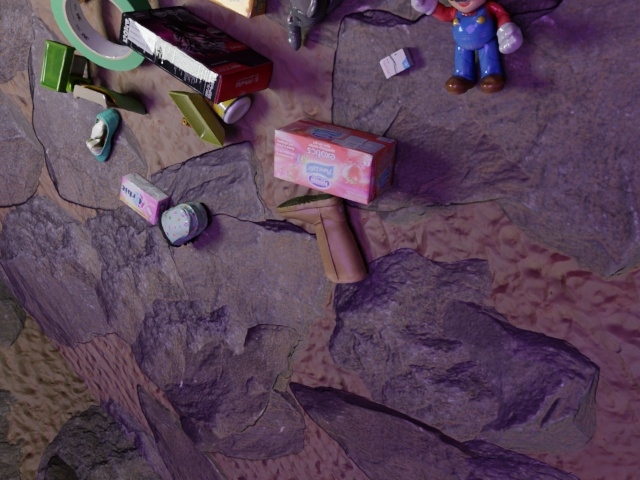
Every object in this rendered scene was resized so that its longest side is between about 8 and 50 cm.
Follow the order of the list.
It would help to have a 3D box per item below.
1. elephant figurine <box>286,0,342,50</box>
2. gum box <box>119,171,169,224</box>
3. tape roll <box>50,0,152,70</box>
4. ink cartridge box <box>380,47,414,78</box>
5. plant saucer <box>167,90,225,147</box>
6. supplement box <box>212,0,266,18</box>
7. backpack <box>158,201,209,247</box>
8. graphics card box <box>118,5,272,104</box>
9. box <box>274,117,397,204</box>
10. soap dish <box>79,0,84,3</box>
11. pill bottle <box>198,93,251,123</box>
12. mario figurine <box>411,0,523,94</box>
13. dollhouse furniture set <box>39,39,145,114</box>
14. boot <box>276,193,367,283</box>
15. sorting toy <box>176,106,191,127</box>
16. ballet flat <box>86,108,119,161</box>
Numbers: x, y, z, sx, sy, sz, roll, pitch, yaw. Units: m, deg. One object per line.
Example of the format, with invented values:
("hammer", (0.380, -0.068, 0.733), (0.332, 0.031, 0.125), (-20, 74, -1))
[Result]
("elephant figurine", (-0.027, -0.612, 1.456), (0.169, 0.186, 0.239), (-25, 114, -3))
("gum box", (-0.637, -0.152, 2.133), (0.188, 0.062, 0.107), (34, 128, 16))
("tape roll", (-0.660, -0.679, 1.798), (0.321, 0.077, 0.321), (14, 142, 12))
("ink cartridge box", (0.184, -0.438, 1.458), (0.083, 0.028, 0.048), (-19, 101, 39))
("plant saucer", (-0.368, -0.382, 1.786), (0.188, 0.045, 0.188), (27, 155, 54))
("supplement box", (-0.257, -0.688, 1.601), (0.233, 0.080, 0.078), (32, 127, 19))
("backpack", (-0.474, -0.059, 2.037), (0.182, 0.115, 0.152), (-23, 96, 37))
("graphics card box", (-0.346, -0.527, 1.640), (0.371, 0.233, 0.094), (34, 128, 16))
("box", (0.037, -0.220, 1.586), (0.300, 0.154, 0.142), (19, 122, 25))
("soap dish", (-0.748, -0.886, 1.807), (0.291, 0.118, 0.229), (-12, 105, 36))
("pill bottle", (-0.300, -0.442, 1.734), (0.184, 0.103, 0.103), (46, 130, 6))
("mario figurine", (0.311, -0.471, 1.259), (0.198, 0.170, 0.320), (-13, 117, 2))
("dollhouse furniture set", (-0.739, -0.538, 1.946), (0.301, 0.197, 0.151), (22, 104, 19))
("boot", (0.000, 0.000, 1.764), (0.236, 0.089, 0.269), (-3, 112, 36))
("sorting toy", (-0.436, -0.410, 1.882), (0.061, 0.042, 0.102), (-24, 98, 39))
("ballet flat", (-0.801, -0.373, 2.118), (0.083, 0.087, 0.247), (44, 130, 7))
